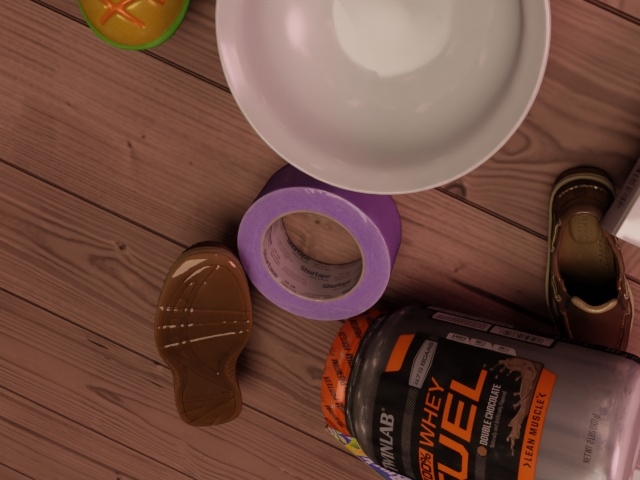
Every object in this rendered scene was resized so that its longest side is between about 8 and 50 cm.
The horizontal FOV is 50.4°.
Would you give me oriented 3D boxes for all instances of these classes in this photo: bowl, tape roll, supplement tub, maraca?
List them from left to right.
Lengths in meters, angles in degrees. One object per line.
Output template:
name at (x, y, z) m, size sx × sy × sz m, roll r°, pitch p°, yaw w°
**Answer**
maraca at (-0.190, -0.290, 0.695) m, size 0.127 × 0.099 × 0.186 m, roll 5°, pitch 99°, yaw 3°
tape roll at (0.000, 0.000, 0.829) m, size 0.189 × 0.080 × 0.189 m, roll 9°, pitch 125°, yaw 12°
bowl at (0.062, -0.203, 0.642) m, size 0.298 × 0.134 × 0.298 m, roll 9°, pitch 124°, yaw 13°
supplement tub at (0.184, 0.194, 0.791) m, size 0.338 × 0.207 × 0.207 m, roll 11°, pitch 126°, yaw 31°

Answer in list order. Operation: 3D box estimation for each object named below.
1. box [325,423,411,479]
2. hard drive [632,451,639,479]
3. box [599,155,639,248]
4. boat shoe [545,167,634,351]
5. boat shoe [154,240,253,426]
box at (0.090, 0.302, 1.014) m, size 0.169 × 0.054 × 0.059 m, roll 42°, pitch 125°, yaw -12°
hard drive at (0.335, 0.404, 1.011) m, size 0.203 × 0.040 × 0.307 m, roll 11°, pitch 124°, yaw 11°
box at (0.462, -0.042, 0.618) m, size 0.322 × 0.058 × 0.232 m, roll 24°, pitch 106°, yaw 0°
boat shoe at (0.294, 0.053, 0.757) m, size 0.095 × 0.095 × 0.257 m, roll -9°, pitch 119°, yaw 23°
boat shoe at (-0.156, 0.114, 0.928) m, size 0.123 × 0.123 × 0.342 m, roll -4°, pitch 134°, yaw -7°
